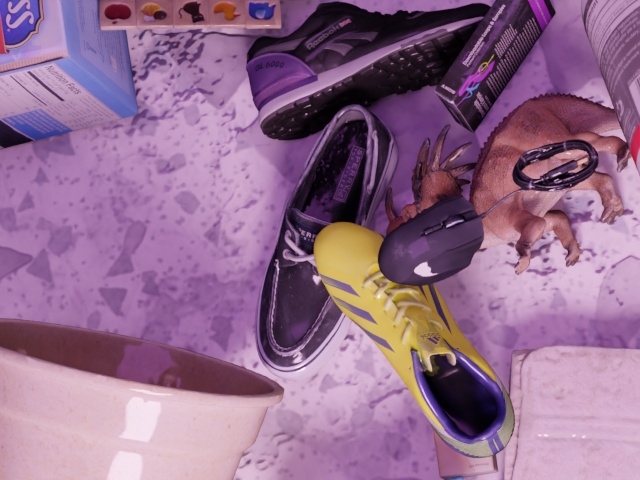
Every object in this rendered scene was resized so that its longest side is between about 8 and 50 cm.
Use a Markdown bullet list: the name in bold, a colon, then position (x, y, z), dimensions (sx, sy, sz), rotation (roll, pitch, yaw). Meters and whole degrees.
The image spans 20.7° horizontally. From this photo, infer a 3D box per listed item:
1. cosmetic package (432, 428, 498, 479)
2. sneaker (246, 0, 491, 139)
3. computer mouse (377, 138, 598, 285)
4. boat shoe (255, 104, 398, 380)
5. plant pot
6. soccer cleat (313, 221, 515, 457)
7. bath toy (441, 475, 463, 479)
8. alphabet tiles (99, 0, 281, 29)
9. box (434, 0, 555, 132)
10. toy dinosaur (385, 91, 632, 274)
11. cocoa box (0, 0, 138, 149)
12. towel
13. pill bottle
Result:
- **cosmetic package**: position (0.146, 0.187, 1.811), dimensions (0.060, 0.041, 0.115), rotation (-12, 75, 11)
- **sneaker**: position (0.049, -0.220, 1.897), dimensions (0.283, 0.107, 0.124), rotation (-20, 68, 10)
- **computer mouse**: position (0.162, -0.032, 1.717), dimensions (0.242, 0.041, 0.071), rotation (-32, 63, 4)
- **boat shoe**: position (0.000, 0.000, 1.858), dimensions (0.108, 0.102, 0.301), rotation (21, 84, 18)
- **plant pot**: position (-0.230, 0.263, 1.774), dimensions (0.334, 0.334, 0.305), rotation (13, 93, 17)
- **soccer cleat**: position (0.096, 0.091, 1.748), dimensions (0.093, 0.121, 0.289), rotation (-36, 79, -3)
- **bath toy**: position (0.124, 0.408, 1.697), dimensions (0.129, 0.151, 0.348), rotation (-10, 61, -17)
- **alphabet tiles**: position (-0.128, -0.314, 1.951), dimensions (0.237, 0.009, 0.198), rotation (-1, 57, -6)
- **box**: position (0.185, -0.200, 1.847), dimensions (0.029, 0.116, 0.162), rotation (32, 87, 21)
- **toy dinosaur**: position (0.203, -0.076, 1.817), dimensions (0.295, 0.127, 0.200), rotation (-47, 64, -5)
- **cocoa box**: position (-0.362, -0.302, 1.952), dimensions (0.228, 0.231, 0.347), rotation (-13, 75, 11)
- **towel**: position (0.324, 0.202, 1.759), dimensions (0.282, 0.049, 0.187), rotation (3, 80, 14)
- **pill bottle**: position (0.361, -0.200, 1.743), dimensions (0.176, 0.176, 0.318), rotation (-20, 55, 10)
